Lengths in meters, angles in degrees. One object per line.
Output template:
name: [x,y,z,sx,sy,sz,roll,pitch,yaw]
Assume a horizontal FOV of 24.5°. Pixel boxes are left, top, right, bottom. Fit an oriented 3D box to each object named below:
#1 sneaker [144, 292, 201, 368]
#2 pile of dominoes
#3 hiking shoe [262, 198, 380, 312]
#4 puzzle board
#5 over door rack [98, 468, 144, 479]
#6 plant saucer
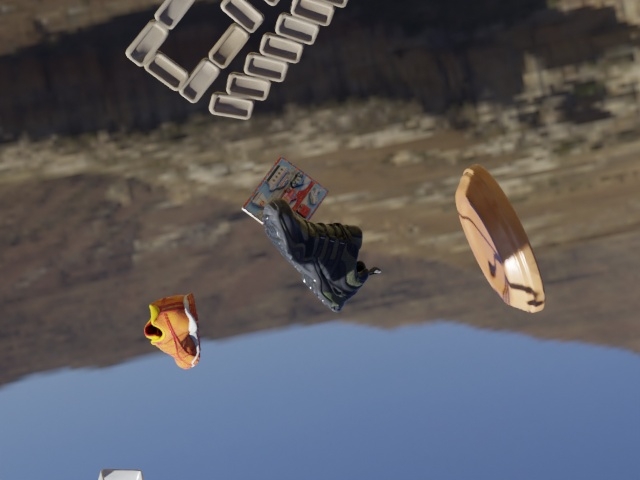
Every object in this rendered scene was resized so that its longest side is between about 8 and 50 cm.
sneaker: [-0.183,0.111,1.826,0.067,0.064,0.175,-8,152,-4]
pile of dominoes: [-0.103,-0.284,1.873,0.251,0.196,0.040,-50,-147,6]
hiking shoe: [0.000,0.000,2.189,0.114,0.227,0.086,-41,-140,-6]
puzzle board: [-0.053,-0.064,2.299,0.128,0.096,0.011,-56,-176,-37]
over door rack: [-0.198,0.471,1.846,0.108,0.239,0.324,-3,-143,-35]
plant saucer: [0.218,0.002,1.827,0.037,0.200,0.200,-24,-177,-4]
